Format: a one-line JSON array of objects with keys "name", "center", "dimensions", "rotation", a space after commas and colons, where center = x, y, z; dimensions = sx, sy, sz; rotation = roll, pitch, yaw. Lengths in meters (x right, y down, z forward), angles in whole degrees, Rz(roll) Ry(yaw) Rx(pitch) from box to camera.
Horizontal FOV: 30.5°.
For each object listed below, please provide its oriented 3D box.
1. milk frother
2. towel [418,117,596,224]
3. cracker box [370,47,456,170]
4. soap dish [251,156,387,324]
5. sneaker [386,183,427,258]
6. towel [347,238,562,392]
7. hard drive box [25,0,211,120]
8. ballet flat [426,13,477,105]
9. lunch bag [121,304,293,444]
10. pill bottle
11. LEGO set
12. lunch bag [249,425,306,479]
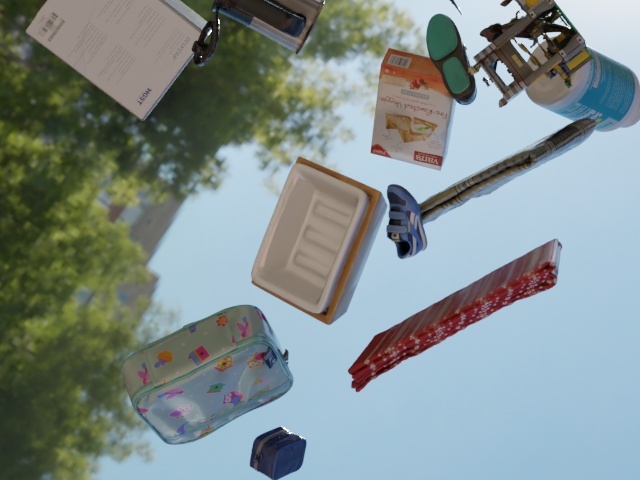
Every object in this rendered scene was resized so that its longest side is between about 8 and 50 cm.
[{"name": "milk frother", "center": [-0.088, -0.287, 1.595], "dimensions": [0.143, 0.134, 0.129], "rotation": [-58, -171, 33]}, {"name": "towel", "center": [0.326, -0.115, 2.171], "dimensions": [0.324, 0.056, 0.312], "rotation": [-27, -179, 36]}, {"name": "cracker box", "center": [0.192, -0.263, 2.385], "dimensions": [0.232, 0.155, 0.067], "rotation": [94, 15, -44]}, {"name": "soap dish", "center": [0.000, 0.000, 2.426], "dimensions": [0.229, 0.118, 0.291], "rotation": [25, -82, 35]}, {"name": "sneaker", "center": [0.145, -0.031, 2.074], "dimensions": [0.059, 0.144, 0.053], "rotation": [-36, -153, -31]}, {"name": "towel", "center": [0.163, 0.085, 1.395], "dimensions": [0.275, 0.031, 0.199], "rotation": [-30, -179, 15]}, {"name": "hard drive box", "center": [-0.318, -0.337, 1.878], "dimensions": [0.181, 0.232, 0.089], "rotation": [-49, -169, 16]}, {"name": "ballet flat", "center": [0.249, -0.334, 2.202], "dimensions": [0.074, 0.074, 0.203], "rotation": [-37, -128, 30]}, {"name": "lunch bag", "center": [-0.186, 0.240, 2.057], "dimensions": [0.279, 0.224, 0.108], "rotation": [-25, -130, 0]}, {"name": "pill bottle", "center": [0.540, -0.304, 2.354], "dimensions": [0.146, 0.264, 0.146], "rotation": [-21, -118, 46]}, {"name": "LEGO set", "center": [0.313, -0.373, 2.054], "dimensions": [0.192, 0.331, 0.255], "rotation": [-38, -176, 13]}, {"name": "lunch bag", "center": [-0.079, 0.365, 2.022], "dimensions": [0.065, 0.098, 0.067], "rotation": [23, -70, 33]}]
